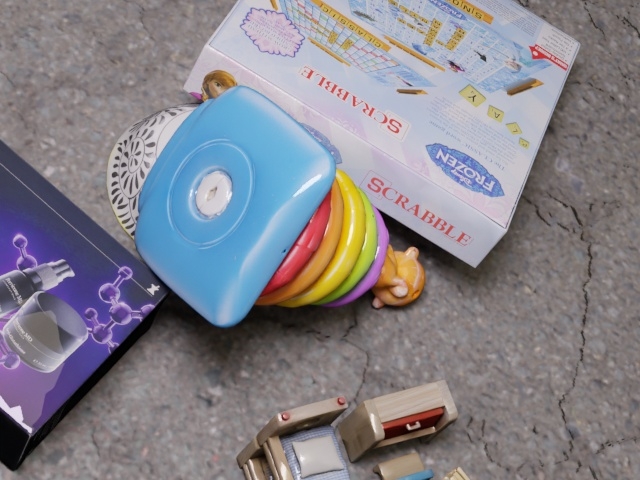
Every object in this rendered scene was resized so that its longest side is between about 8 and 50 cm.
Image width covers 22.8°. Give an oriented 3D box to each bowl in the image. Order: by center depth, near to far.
[{"bbox_3d":[-0.106,-0.066,1.455,0.170,0.080,0.170,8,63,-16],"label":"bowl"}]

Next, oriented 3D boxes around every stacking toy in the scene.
[{"bbox_3d":[0.000,0.000,1.396,0.302,0.175,0.166,23,13,-49],"label":"stacking toy"}]

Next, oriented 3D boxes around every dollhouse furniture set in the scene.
[{"bbox_3d":[0.048,0.201,1.355,0.183,0.129,0.129,-13,71,-24],"label":"dollhouse furniture set"}]

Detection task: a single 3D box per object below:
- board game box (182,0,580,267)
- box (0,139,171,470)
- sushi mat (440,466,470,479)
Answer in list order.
[{"bbox_3d":[0.071,-0.169,1.529,0.318,0.066,0.318,32,44,-3],"label":"board game box"},{"bbox_3d":[-0.287,0.032,1.335,0.261,0.103,0.184,40,57,2],"label":"box"},{"bbox_3d":[0.172,0.361,1.356,0.316,0.019,0.151,50,58,-6],"label":"sushi mat"}]
